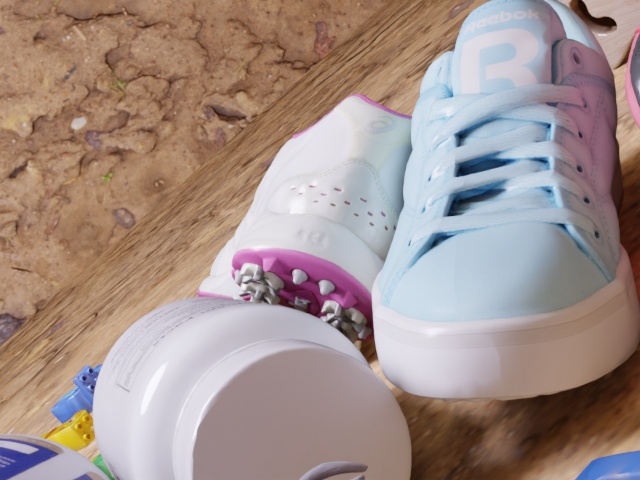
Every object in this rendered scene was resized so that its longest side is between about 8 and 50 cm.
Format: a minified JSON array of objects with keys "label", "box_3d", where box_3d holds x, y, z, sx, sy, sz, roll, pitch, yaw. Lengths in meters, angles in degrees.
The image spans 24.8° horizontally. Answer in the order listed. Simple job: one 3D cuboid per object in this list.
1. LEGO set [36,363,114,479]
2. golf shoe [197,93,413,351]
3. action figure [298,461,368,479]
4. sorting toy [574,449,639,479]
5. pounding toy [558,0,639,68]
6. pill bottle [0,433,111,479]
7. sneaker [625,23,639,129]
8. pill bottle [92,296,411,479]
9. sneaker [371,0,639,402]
[{"label":"LEGO set","box_3d":[-0.171,0.155,1.086,0.093,0.087,0.227,-31,14,41]},{"label":"golf shoe","box_3d":[0.000,0.000,0.937,0.306,0.115,0.140,145,148,-74]},{"label":"action figure","box_3d":[-0.081,0.179,0.508,0.285,0.099,0.185,-44,-19,-14]},{"label":"sorting toy","box_3d":[0.007,0.193,0.414,0.347,0.047,0.196,-44,4,-38]},{"label":"pounding toy","box_3d":[0.226,-0.199,1.107,0.269,0.154,0.155,1,37,44]},{"label":"pill bottle","box_3d":[-0.188,0.182,0.673,0.153,0.153,0.264,-37,-6,9]},{"label":"sneaker","box_3d":[0.220,-0.090,0.785,0.136,0.116,0.314,-44,-2,38]},{"label":"pill bottle","box_3d":[-0.038,0.096,0.740,0.131,0.131,0.229,-41,10,-12]},{"label":"sneaker","box_3d":[0.089,-0.043,0.754,0.135,0.150,0.366,-10,18,12]}]
